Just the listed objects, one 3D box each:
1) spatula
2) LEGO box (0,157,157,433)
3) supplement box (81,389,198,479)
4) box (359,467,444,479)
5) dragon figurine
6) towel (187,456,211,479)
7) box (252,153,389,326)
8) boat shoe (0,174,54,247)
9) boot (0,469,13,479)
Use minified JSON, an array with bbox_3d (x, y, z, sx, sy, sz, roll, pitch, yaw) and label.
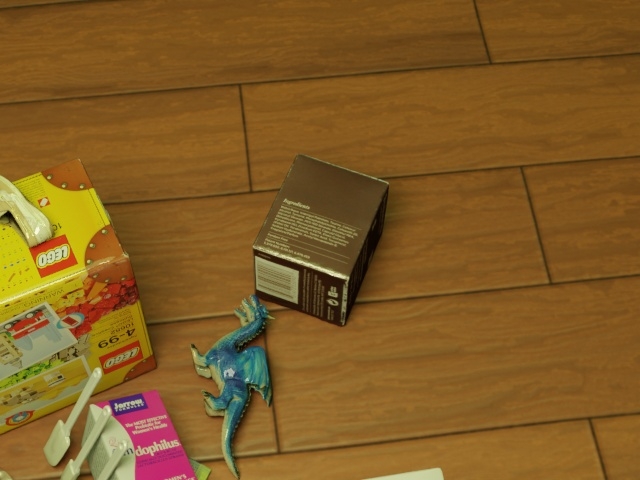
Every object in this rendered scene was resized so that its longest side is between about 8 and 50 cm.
[{"bbox_3d":[-0.339,0.310,1.575,0.019,0.242,0.168,0,49,-38],"label":"spatula"},{"bbox_3d":[-0.525,0.135,1.585,0.500,0.372,0.193,-22,62,-14],"label":"LEGO box"},{"bbox_3d":[-0.260,0.345,1.584,0.111,0.114,0.220,-11,50,-29],"label":"supplement box"},{"bbox_3d":[0.056,0.450,1.421,0.215,0.345,0.168,-8,60,-6],"label":"box"},{"bbox_3d":[-0.120,0.218,1.712,0.144,0.085,0.289,-13,58,-9],"label":"dragon figurine"},{"bbox_3d":[-0.217,0.360,1.666,0.083,0.009,0.060,22,60,11],"label":"towel"},{"bbox_3d":[0.000,0.000,1.801,0.167,0.168,0.203,19,60,10],"label":"box"},{"bbox_3d":[-0.417,-0.042,1.449,0.135,0.050,0.045,37,59,19],"label":"boat shoe"},{"bbox_3d":[-0.498,0.389,1.623,0.087,0.042,0.118,-32,65,-22],"label":"boot"}]
